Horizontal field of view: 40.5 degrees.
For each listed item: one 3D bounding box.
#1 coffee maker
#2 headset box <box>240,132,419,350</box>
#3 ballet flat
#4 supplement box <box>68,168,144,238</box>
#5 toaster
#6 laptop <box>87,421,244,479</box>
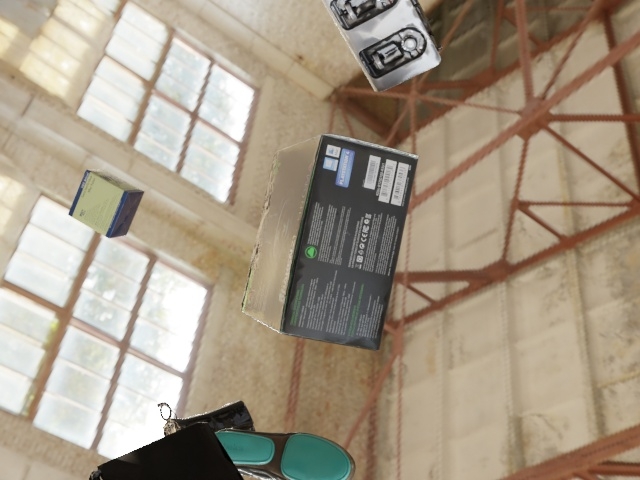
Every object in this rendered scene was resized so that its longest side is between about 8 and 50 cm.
[{"bbox_3d":[-0.246,0.419,1.934,0.120,0.178,0.171,-16,-93,51],"label":"coffee maker"},{"bbox_3d":[0.000,0.000,1.157,0.283,0.131,0.246,-173,-85,-75],"label":"headset box"},{"bbox_3d":[-0.062,0.380,1.507,0.280,0.096,0.095,7,-119,23],"label":"ballet flat"},{"bbox_3d":[-0.344,-0.060,1.393,0.083,0.083,0.056,-65,167,12],"label":"supplement box"},{"bbox_3d":[0.079,-0.316,1.179,0.110,0.168,0.185,-26,-154,15],"label":"toaster"},{"bbox_3d":[-0.210,0.393,1.086,0.234,0.136,0.264,42,-70,51],"label":"laptop"}]
